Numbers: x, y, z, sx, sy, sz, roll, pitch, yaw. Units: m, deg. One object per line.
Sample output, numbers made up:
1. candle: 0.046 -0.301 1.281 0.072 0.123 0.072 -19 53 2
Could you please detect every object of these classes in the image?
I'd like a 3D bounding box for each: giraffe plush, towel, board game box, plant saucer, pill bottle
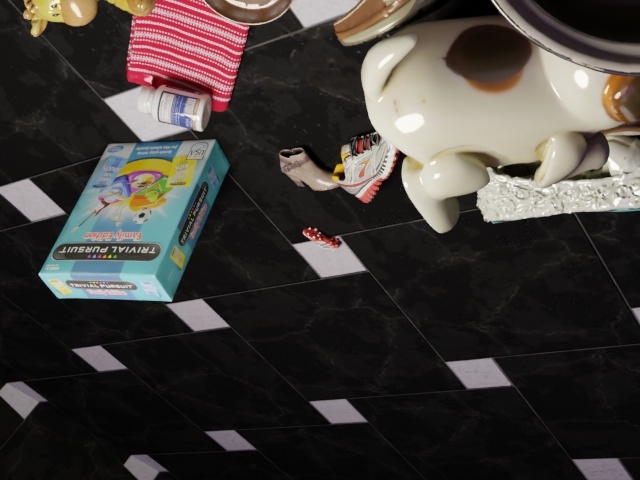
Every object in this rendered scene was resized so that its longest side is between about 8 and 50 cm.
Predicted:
1. giraffe plush: -0.375 -0.397 1.467 0.210 0.170 0.181 6 130 29
2. towel: -0.230 -0.339 1.628 0.199 0.031 0.275 20 144 -3
3. board game box: -0.346 -0.044 1.808 0.254 0.336 0.079 0 140 24
4. plant saucer: -0.116 -0.411 1.465 0.168 0.029 0.168 8 134 8
5. pill bottle: -0.259 -0.237 1.689 0.120 0.067 0.067 14 144 6

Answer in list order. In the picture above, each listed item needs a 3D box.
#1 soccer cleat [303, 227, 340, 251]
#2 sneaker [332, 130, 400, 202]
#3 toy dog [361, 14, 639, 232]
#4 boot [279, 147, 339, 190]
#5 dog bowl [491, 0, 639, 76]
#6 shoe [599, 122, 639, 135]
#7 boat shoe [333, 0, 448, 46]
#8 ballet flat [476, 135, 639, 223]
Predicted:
1. soccer cleat: 0.000 0.000 1.979 0.083 0.029 0.035 20 141 -10
2. sneaker: 0.084 -0.148 1.694 0.093 0.088 0.225 25 144 -7
3. toy dog: 0.290 -0.238 1.329 0.408 0.284 0.395 -15 145 26
4. boot: -0.020 -0.137 1.795 0.118 0.042 0.087 -1 138 25
5. dog bowl: 0.357 -0.393 1.054 0.408 0.150 0.408 3 105 10
6. shoe: 0.500 -0.200 1.476 0.219 0.058 0.076 -2 108 20
7. boat shoe: 0.142 -0.385 1.346 0.324 0.122 0.120 -24 97 40
8. ballet flat: 0.437 -0.109 1.561 0.409 0.147 0.147 -7 138 31
